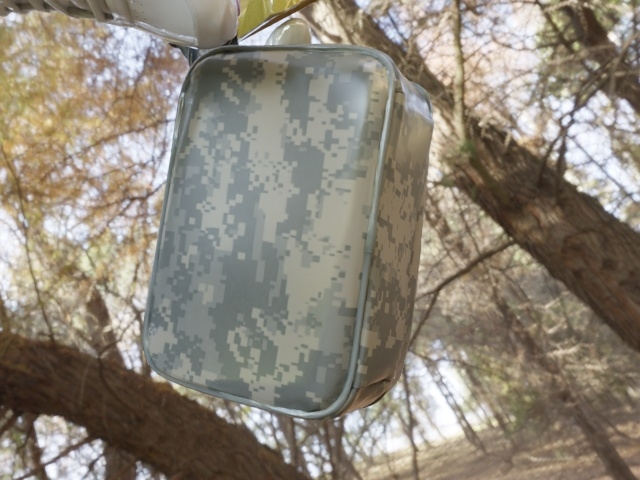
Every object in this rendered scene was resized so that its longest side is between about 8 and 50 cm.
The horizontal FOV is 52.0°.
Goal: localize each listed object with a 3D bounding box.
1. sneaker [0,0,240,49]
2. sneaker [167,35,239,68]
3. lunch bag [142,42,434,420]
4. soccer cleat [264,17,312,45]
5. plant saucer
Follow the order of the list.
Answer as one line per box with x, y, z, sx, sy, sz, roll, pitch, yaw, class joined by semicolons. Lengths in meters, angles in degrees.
-0.201;-0.197;0.480;0.152;0.305;0.114;-56;-16;-24;sneaker
-0.204;-0.318;1.085;0.130;0.228;0.087;-4;12;36;sneaker
0.000;0.000;0.613;0.212;0.305;0.256;7;-1;26;lunch bag
-0.074;-0.229;0.951;0.068;0.076;0.196;30;-61;-17;soccer cleat
0.001;-0.440;1.062;0.332;0.081;0.332;-32;16;-11;plant saucer
